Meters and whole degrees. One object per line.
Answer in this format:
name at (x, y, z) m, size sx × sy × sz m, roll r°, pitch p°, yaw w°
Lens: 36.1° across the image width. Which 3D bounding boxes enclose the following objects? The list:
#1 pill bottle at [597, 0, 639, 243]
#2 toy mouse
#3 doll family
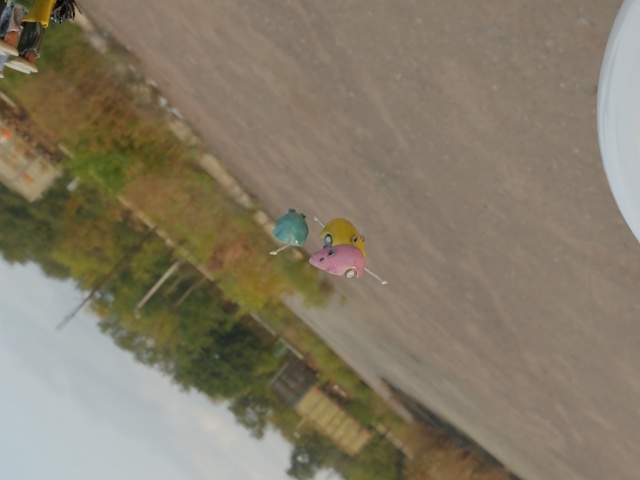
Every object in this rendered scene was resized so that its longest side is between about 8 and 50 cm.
pill bottle at (0.298, -0.107, 0.592) m, size 0.229 × 0.229 × 0.407 m, roll 41°, pitch -155°, yaw 5°
toy mouse at (0.000, 0.000, 1.076) m, size 0.143 × 0.031 × 0.161 m, roll 1°, pitch -150°, yaw -46°
doll family at (-0.262, -0.203, 0.850) m, size 0.076 × 0.111 × 0.193 m, roll 20°, pitch 172°, yaw -39°
